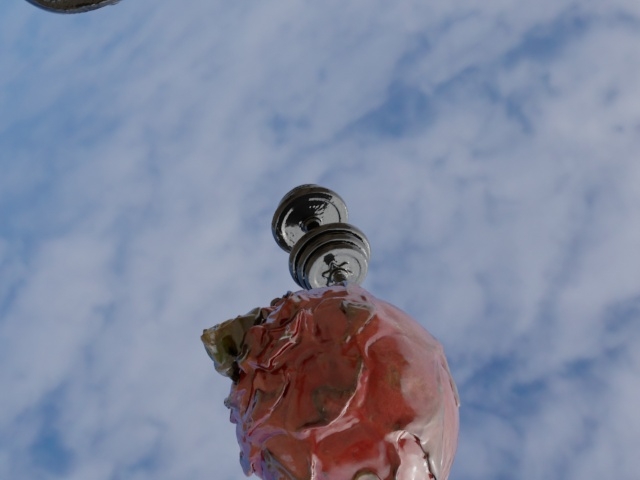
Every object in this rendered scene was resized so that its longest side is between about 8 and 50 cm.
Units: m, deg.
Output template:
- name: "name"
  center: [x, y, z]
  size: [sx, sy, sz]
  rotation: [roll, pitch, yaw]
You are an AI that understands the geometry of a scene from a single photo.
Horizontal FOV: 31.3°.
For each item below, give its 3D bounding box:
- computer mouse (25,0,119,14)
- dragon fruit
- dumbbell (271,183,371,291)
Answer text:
- name: "computer mouse"
  center: [-0.287, -0.297, 1.358]
  size: [0.172, 0.057, 0.099]
  rotation: [0, -158, -6]
- name: "dragon fruit"
  center: [0.015, 0.122, 0.829]
  size: [0.172, 0.209, 0.172]
  rotation: [-36, 180, 0]
- name: "dumbbell"
  center: [0.000, 0.000, 1.349]
  size: [0.099, 0.099, 0.208]
  rotation: [-37, -142, 8]
